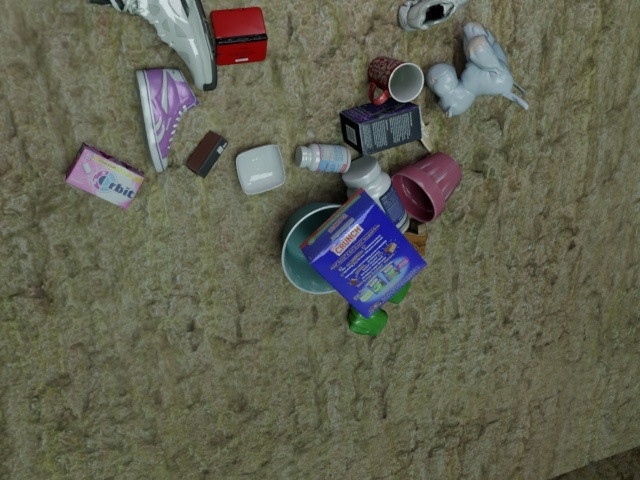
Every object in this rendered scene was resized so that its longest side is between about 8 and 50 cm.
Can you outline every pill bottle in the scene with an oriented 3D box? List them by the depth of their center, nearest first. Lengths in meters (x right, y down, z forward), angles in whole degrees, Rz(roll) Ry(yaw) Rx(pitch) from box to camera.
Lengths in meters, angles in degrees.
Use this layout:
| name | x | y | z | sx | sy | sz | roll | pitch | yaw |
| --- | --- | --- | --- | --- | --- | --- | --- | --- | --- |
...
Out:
| name | x | y | z | sx | sy | sz | roll | pitch | yaw |
| --- | --- | --- | --- | --- | --- | --- | --- | --- | --- |
| pill bottle | 0.007 | -0.255 | 1.914 | 0.160 | 0.087 | 0.087 | 0 | 115 | -23 |
| pill bottle | 0.177 | -0.132 | 2.011 | 0.153 | 0.153 | 0.265 | -33 | 124 | -5 |

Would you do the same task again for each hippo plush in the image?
| name | x | y | z | sx | sy | sz | roll | pitch | yaw |
| --- | --- | --- | --- | --- | --- | --- | --- | --- | --- |
| hippo plush | 0.468 | -0.510 | 1.948 | 0.236 | 0.234 | 0.294 | -30 | 112 | 30 |

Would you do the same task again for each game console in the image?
| name | x | y | z | sx | sy | sz | roll | pitch | yaw |
| --- | --- | --- | --- | --- | --- | --- | --- | --- | --- |
| game console | -0.225 | -0.559 | 1.702 | 0.144 | 0.085 | 0.124 | -12 | 150 | -17 |

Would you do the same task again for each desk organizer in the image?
| name | x | y | z | sx | sy | sz | roll | pitch | yaw |
| --- | --- | --- | --- | --- | --- | --- | --- | --- | --- |
| desk organizer | -0.328 | -0.249 | 1.792 | 0.130 | 0.050 | 0.047 | -57 | 157 | -7 |

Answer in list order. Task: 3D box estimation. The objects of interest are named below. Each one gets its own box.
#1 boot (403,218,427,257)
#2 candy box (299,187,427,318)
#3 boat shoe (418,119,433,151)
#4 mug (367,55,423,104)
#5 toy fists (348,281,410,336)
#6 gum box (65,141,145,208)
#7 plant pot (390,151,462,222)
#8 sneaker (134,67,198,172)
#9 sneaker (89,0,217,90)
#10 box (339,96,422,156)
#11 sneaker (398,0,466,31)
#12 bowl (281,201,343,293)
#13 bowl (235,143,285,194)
| name | x | y | z | sx | sy | sz | roll | pitch | yaw |
| --- | --- | --- | --- | --- | --- | --- | --- | --- | --- |
| boot | 0.292 | 0.016 | 2.188 | 0.197 | 0.073 | 0.152 | -14 | 124 | -13 |
| candy box | 0.134 | 0.045 | 1.908 | 0.268 | 0.122 | 0.317 | -42 | 125 | 2 |
| boat shoe | 0.332 | -0.363 | 2.014 | 0.059 | 0.063 | 0.170 | -37 | 123 | 5 |
| mug | 0.199 | -0.481 | 1.832 | 0.150 | 0.169 | 0.113 | -19 | 122 | -13 |
| toy fists | 0.200 | 0.217 | 2.237 | 0.142 | 0.096 | 0.279 | 26 | 102 | -42 |
| gum box | -0.589 | -0.175 | 1.710 | 0.188 | 0.062 | 0.107 | 28 | 102 | -32 |
| plant pot | 0.362 | -0.190 | 2.050 | 0.180 | 0.201 | 0.201 | -40 | 125 | -19 |
| sneaker | -0.406 | -0.326 | 1.692 | 0.161 | 0.102 | 0.282 | -11 | 119 | -22 |
| sneaker | -0.424 | -0.571 | 1.546 | 0.257 | 0.169 | 0.448 | -18 | 113 | -4 |
| box | 0.187 | -0.355 | 1.903 | 0.207 | 0.153 | 0.108 | -20 | 121 | -14 |
| sneaker | 0.376 | -0.706 | 1.828 | 0.292 | 0.118 | 0.110 | -36 | 122 | -5 |
| bowl | 0.000 | 0.000 | 1.996 | 0.311 | 0.163 | 0.312 | -10 | 118 | -18 |
| bowl | -0.186 | -0.220 | 1.869 | 0.142 | 0.053 | 0.142 | -19 | 121 | -14 |
